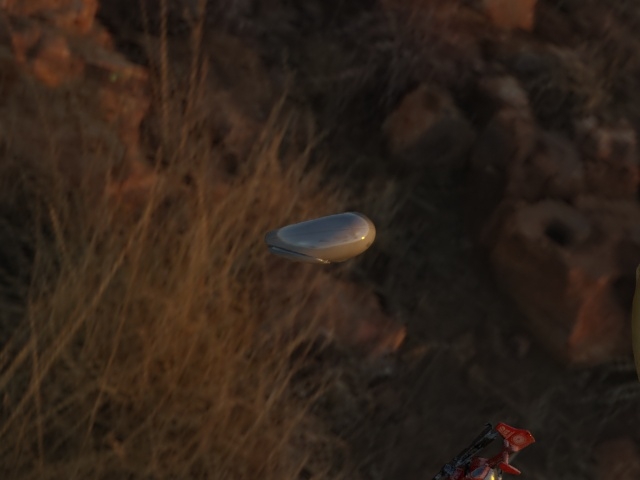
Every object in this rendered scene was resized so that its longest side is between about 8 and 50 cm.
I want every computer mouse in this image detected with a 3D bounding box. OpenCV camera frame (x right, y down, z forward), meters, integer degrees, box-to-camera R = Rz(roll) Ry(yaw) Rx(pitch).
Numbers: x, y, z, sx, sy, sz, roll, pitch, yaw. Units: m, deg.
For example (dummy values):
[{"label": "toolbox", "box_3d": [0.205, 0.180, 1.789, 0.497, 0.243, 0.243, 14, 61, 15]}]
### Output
[{"label": "computer mouse", "box_3d": [0.001, 0.002, 1.498, 0.096, 0.066, 0.039, -13, 84, 9]}]

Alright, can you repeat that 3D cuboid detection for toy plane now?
[{"label": "toy plane", "box_3d": [0.133, 0.198, 1.472, 0.060, 0.145, 0.037, 29, 41, -17]}]

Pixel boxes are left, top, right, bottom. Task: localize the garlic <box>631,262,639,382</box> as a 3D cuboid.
[{"label": "garlic", "box_3d": [0.323, -0.018, 1.177, 0.151, 0.196, 0.338, 36, 54, 7]}]
